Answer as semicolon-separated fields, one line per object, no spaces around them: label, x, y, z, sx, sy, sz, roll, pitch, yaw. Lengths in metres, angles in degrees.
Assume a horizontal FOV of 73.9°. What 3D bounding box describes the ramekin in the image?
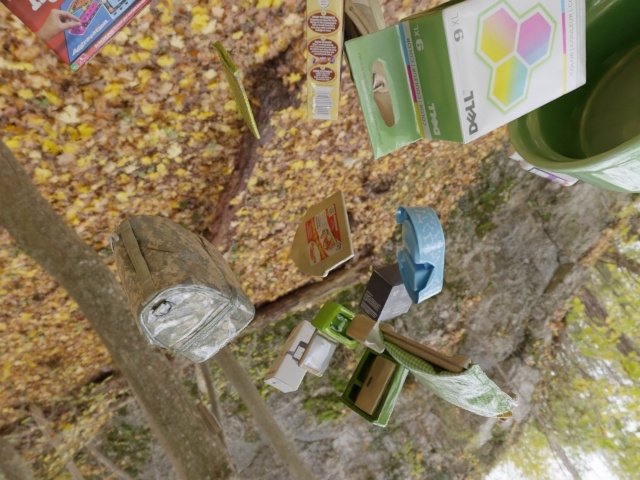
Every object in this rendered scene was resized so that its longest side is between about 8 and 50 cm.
ramekin;0.427;-0.212;0.577;0.303;0.148;0.303;-51;-152;42

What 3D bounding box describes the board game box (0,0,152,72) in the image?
board game box;-0.359;-0.429;0.693;0.281;0.145;0.027;-44;-157;0

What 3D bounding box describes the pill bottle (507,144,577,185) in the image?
pill bottle;0.656;-0.242;1.237;0.108;0.194;0.108;-157;-90;-90

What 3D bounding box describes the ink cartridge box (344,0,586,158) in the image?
ink cartridge box;0.136;-0.157;0.377;0.209;0.108;0.062;-27;-153;-15

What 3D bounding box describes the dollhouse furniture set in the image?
dollhouse furniture set;0.121;0.232;0.673;0.302;0.198;0.151;14;-109;51

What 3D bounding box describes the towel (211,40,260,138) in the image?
towel;-0.192;-0.340;0.993;0.021;0.102;0.237;-28;159;-7

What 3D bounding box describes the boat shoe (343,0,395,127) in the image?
boat shoe;0.113;-0.375;0.956;0.110;0.340;0.122;-35;-166;-34

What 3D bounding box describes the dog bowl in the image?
dog bowl;0.264;0.035;1.124;0.074;0.297;0.165;-13;-140;-4

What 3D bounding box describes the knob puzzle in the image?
knob puzzle;0.000;0.000;1.008;0.030;0.213;0.213;18;144;-41

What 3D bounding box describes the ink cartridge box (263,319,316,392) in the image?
ink cartridge box;-0.061;0.276;1.002;0.150;0.063;0.109;-59;-175;-29

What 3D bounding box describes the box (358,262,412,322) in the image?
box;0.226;0.163;1.361;0.156;0.093;0.158;-11;131;-39

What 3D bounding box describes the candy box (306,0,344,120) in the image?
candy box;0.009;-0.290;0.635;0.053;0.186;0.109;3;-133;4

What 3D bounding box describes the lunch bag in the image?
lunch bag;-0.336;0.094;0.976;0.213;0.305;0.256;-39;140;-2
